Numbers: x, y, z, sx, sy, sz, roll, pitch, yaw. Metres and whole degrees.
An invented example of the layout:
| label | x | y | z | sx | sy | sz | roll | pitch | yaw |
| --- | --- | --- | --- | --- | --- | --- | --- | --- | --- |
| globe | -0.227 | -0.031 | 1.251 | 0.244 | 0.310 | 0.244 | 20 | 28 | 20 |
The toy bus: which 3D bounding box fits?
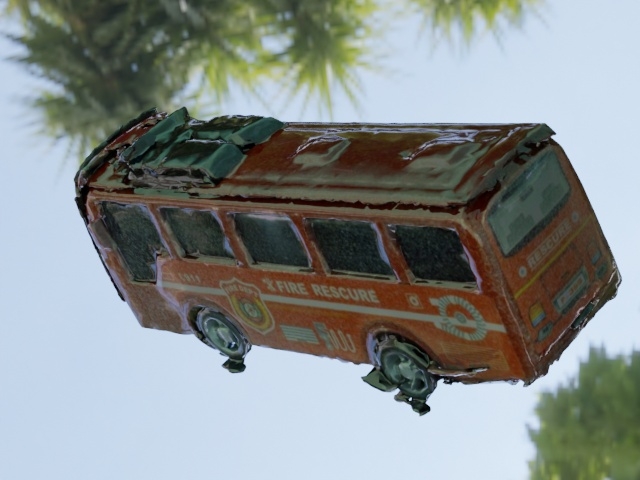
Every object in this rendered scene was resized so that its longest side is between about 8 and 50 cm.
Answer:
| label | x | y | z | sx | sy | sz | roll | pitch | yaw |
| --- | --- | --- | --- | --- | --- | --- | --- | --- | --- |
| toy bus | 0.000 | 0.000 | 0.636 | 0.235 | 0.096 | 0.073 | 7 | -140 | 45 |
